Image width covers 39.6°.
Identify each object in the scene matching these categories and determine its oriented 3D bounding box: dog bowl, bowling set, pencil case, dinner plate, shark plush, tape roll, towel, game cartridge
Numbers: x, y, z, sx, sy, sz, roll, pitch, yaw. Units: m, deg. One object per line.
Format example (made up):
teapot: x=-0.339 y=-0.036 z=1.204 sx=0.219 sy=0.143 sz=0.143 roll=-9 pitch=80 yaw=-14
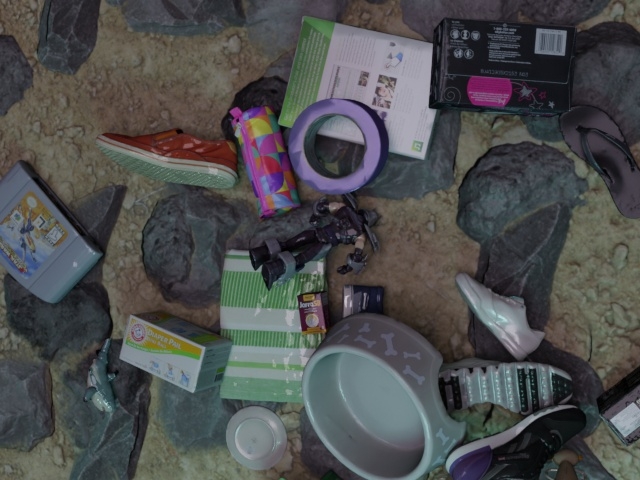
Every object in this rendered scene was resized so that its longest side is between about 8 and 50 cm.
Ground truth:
dog bowl: x=0.110 y=0.318 z=1.721 sx=0.348 sy=0.102 sz=0.349 roll=21 pitch=125 yaw=33
bowling set: x=0.373 y=0.521 z=1.745 sx=0.286 sy=0.154 sz=0.200 roll=0 pitch=124 yaw=13
pencil case: x=-0.117 y=-0.165 z=1.853 sx=0.104 sy=0.104 sz=0.237 roll=-20 pitch=87 yaw=15
dinner plate: x=-0.141 y=0.430 z=1.926 sx=0.141 sy=0.017 sz=0.141 roll=1 pitch=94 yaw=16
shark plush: x=-0.490 y=0.305 z=2.012 sx=0.067 sy=0.073 sz=0.161 roll=5 pitch=72 yaw=-4
tape roll: x=0.037 y=-0.188 z=1.766 sx=0.188 sy=0.080 sz=0.189 roll=2 pitch=98 yaw=17
towel: x=-0.098 y=0.181 z=1.896 sx=0.247 sy=0.038 sz=0.325 roll=1 pitch=94 yaw=15
game cartridge: x=-0.655 y=-0.011 z=2.029 sx=0.198 sy=0.062 sz=0.297 roll=-44 pitch=81 yaw=8

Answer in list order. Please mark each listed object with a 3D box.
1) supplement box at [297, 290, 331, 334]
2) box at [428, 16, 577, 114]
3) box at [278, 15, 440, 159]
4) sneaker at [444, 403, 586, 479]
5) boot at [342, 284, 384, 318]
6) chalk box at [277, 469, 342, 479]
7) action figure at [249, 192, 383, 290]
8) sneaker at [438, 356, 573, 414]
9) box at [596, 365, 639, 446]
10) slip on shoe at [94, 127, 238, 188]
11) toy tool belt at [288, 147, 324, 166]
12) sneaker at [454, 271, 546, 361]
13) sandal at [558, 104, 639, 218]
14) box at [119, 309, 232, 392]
supplement box: x=-0.012 y=0.149 z=1.826 sx=0.054 sy=0.043 sz=0.083 roll=-8 pitch=90 yaw=18
box: x=0.337 y=-0.324 z=1.676 sx=0.247 sy=0.142 sz=0.164 roll=4 pitch=93 yaw=-2
box: x=0.092 y=-0.312 z=1.814 sx=0.321 sy=0.058 sz=0.232 roll=16 pitch=96 yaw=13
sneaker: x=0.386 y=0.414 z=1.658 sx=0.283 sy=0.107 sz=0.124 roll=-24 pitch=43 yaw=-6
boot: x=0.087 y=0.185 z=1.831 sx=0.086 sy=0.069 sz=0.190 roll=1 pitch=103 yaw=-3
chalk box: x=0.005 y=0.606 z=1.812 sx=0.289 sy=0.179 sz=0.180 roll=42 pitch=102 yaw=11
action figure: x=0.000 y=0.000 z=1.806 sx=0.284 sy=0.099 sz=0.185 roll=-23 pitch=54 yaw=-13
sneaker: x=0.342 y=0.272 z=1.737 sx=0.292 sy=0.118 sz=0.110 roll=0 pitch=105 yaw=8
box: x=0.610 y=0.285 z=1.650 sx=0.180 sy=0.147 sz=0.077 roll=-42 pitch=82 yaw=12
slip on shoe: x=-0.327 y=-0.190 z=1.911 sx=0.331 sy=0.123 sz=0.101 roll=10 pitch=72 yaw=15
toy tool belt: x=-0.033 y=-0.171 z=1.854 sx=0.052 sy=0.051 sz=0.083 roll=-40 pitch=82 yaw=13
sneaker: x=0.356 y=0.132 z=1.758 sx=0.094 sy=0.080 sz=0.212 roll=-41 pitch=89 yaw=1
sandal: x=0.553 y=-0.158 z=1.694 sx=0.097 sy=0.054 sz=0.255 roll=-38 pitch=83 yaw=13
box: x=-0.310 y=0.233 z=1.897 sx=0.203 sy=0.114 sz=0.103 roll=20 pitch=99 yaw=24
